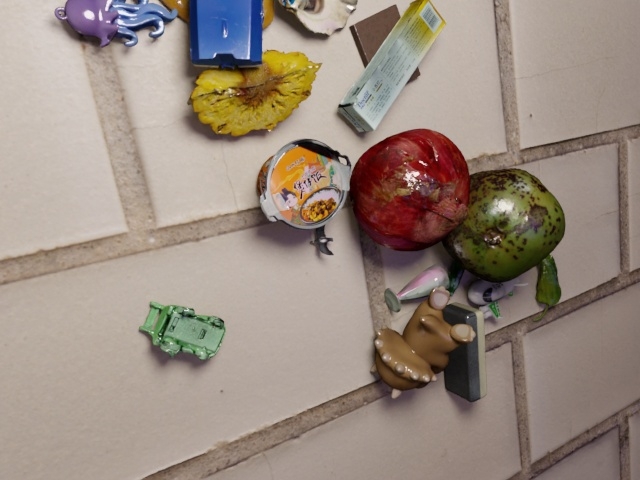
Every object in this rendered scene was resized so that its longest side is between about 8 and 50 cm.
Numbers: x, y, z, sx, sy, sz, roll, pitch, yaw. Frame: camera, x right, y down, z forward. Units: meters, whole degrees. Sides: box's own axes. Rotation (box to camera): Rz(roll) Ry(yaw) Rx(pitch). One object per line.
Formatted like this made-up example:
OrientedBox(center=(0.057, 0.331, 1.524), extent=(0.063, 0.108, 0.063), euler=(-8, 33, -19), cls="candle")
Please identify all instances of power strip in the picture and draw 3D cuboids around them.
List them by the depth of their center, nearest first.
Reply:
OrientedBox(center=(0.378, 0.296, 1.388), extent=(0.070, 0.105, 0.256), euler=(-12, 104, -27), cls="power strip")

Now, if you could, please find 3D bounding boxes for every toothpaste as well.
OrientedBox(center=(0.159, -0.384, 1.155), extent=(0.089, 0.071, 0.312), euler=(40, 77, -30), cls="toothpaste")

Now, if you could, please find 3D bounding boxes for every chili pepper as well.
OrientedBox(center=(0.670, 0.138, 1.550), extent=(0.072, 0.073, 0.203), euler=(-21, 109, -39), cls="chili pepper")

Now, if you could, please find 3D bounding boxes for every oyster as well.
OrientedBox(center=(-0.014, -0.514, 1.051), extent=(0.214, 0.083, 0.222), euler=(-42, 135, -24), cls="oyster")

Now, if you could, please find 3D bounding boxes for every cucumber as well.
OrientedBox(center=(0.359, 0.082, 1.384), extent=(0.037, 0.037, 0.154), euler=(23, 86, -30), cls="cucumber")

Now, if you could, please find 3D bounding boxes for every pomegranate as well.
OrientedBox(center=(0.449, -0.058, 1.308), extent=(0.341, 0.285, 0.284), euler=(-38, 119, -56), cls="pomegranate")

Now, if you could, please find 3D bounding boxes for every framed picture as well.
OrientedBox(center=(0.149, -0.428, 1.196), extent=(0.128, 0.023, 0.168), euler=(-34, 112, -21), cls="framed picture")

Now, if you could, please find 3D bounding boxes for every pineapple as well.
OrientedBox(center=(-0.145, -0.296, 1.024), extent=(0.250, 0.164, 0.139), euler=(-27, 149, -19), cls="pineapple")

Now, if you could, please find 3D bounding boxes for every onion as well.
OrientedBox(center=(0.200, -0.103, 1.143), extent=(0.277, 0.276, 0.275), euler=(-5, 100, -28), cls="onion")

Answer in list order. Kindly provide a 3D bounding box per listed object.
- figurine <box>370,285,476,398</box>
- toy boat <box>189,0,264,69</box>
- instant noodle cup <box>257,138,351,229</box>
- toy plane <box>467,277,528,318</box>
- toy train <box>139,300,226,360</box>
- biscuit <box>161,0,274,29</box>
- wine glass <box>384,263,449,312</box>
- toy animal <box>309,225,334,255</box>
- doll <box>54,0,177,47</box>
OrientedBox(center=(0.216, 0.254, 1.237), extent=(0.173, 0.247, 0.177), euler=(-13, 62, -34), cls="figurine")
OrientedBox(center=(-0.165, -0.451, 0.936), extent=(0.130, 0.088, 0.294), euler=(-1, 87, -3), cls="toy boat")
OrientedBox(center=(-0.052, -0.117, 1.074), extent=(0.208, 0.126, 0.177), euler=(-16, 106, -26), cls="instant noodle cup")
OrientedBox(center=(0.474, 0.131, 1.431), extent=(0.174, 0.080, 0.173), euler=(-5, 101, -26), cls="toy plane")
OrientedBox(center=(-0.265, 0.175, 1.034), extent=(0.149, 0.081, 0.099), euler=(24, 86, -35), cls="toy train")
OrientedBox(center=(-0.195, -0.492, 0.986), extent=(0.260, 0.041, 0.202), euler=(32, 82, -27), cls="biscuit")
OrientedBox(center=(0.239, 0.119, 1.302), extent=(0.155, 0.073, 0.073), euler=(-22, 108, -25), cls="wine glass")
OrientedBox(center=(0.000, 0.001, 1.177), extent=(0.028, 0.050, 0.084), euler=(28, 42, -59), cls="toy animal")
OrientedBox(center=(-0.345, -0.386, 0.907), extent=(0.206, 0.067, 0.109), euler=(-11, 91, -31), cls="doll")
